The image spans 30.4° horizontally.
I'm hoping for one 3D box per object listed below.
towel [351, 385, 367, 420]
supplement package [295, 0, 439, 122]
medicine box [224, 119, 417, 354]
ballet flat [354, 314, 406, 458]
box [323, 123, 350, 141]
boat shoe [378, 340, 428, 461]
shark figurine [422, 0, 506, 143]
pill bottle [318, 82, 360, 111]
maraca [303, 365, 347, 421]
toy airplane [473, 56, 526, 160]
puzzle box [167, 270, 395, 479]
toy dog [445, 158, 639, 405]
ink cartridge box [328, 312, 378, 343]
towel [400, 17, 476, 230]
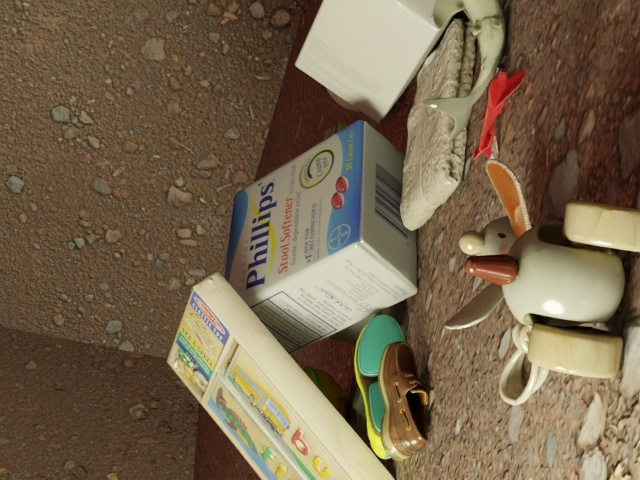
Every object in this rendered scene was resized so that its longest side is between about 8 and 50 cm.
[{"bbox_3d":[0.084,0.227,1.827,0.152,0.023,0.113,-165,86,-80],"label":"towel"},{"bbox_3d":[0.105,-0.354,1.831,0.175,0.177,0.293,-55,0,-26],"label":"supplement package"},{"bbox_3d":[0.000,0.000,1.856,0.289,0.149,0.263,-28,41,31],"label":"medicine box"},{"bbox_3d":[0.089,0.214,1.696,0.231,0.077,0.077,-91,0,-46],"label":"ballet flat"},{"bbox_3d":[0.035,-0.188,2.523,0.178,0.042,0.109,173,108,-80],"label":"box"},{"bbox_3d":[0.119,0.210,1.582,0.060,0.064,0.178,-31,40,32],"label":"boat shoe"},{"bbox_3d":[0.215,-0.284,1.603,0.116,0.166,0.278,31,-129,-75],"label":"shark figurine"},{"bbox_3d":[0.069,-0.321,2.202,0.264,0.146,0.146,-114,37,-73],"label":"pill bottle"},{"bbox_3d":[-0.001,0.303,2.008,0.127,0.099,0.186,-132,30,-69],"label":"maraca"},{"bbox_3d":[0.223,-0.165,1.517,0.151,0.028,0.151,-168,90,-81],"label":"toy airplane"},{"bbox_3d":[-0.073,0.268,1.783,0.052,0.409,0.272,-33,-17,-31],"label":"puzzle box"},{"bbox_3d":[0.184,0.028,1.130,0.334,0.161,0.220,135,146,-71],"label":"toy dog"},{"bbox_3d":[0.054,0.048,2.015,0.153,0.086,0.208,113,164,-48],"label":"ink cartridge box"},{"bbox_3d":[0.173,-0.174,1.744,0.187,0.049,0.282,124,156,-66],"label":"towel"}]
